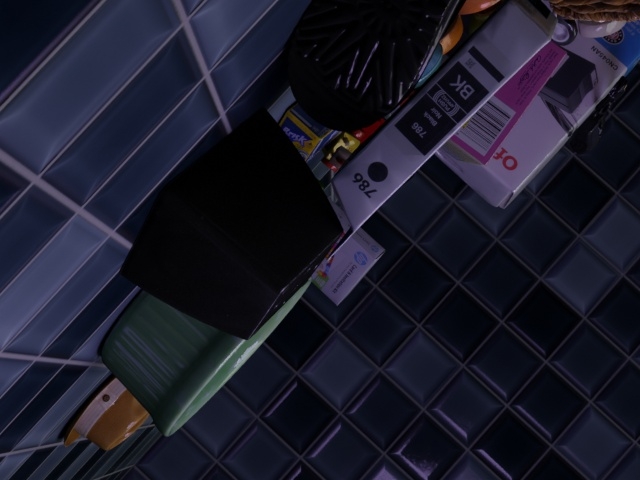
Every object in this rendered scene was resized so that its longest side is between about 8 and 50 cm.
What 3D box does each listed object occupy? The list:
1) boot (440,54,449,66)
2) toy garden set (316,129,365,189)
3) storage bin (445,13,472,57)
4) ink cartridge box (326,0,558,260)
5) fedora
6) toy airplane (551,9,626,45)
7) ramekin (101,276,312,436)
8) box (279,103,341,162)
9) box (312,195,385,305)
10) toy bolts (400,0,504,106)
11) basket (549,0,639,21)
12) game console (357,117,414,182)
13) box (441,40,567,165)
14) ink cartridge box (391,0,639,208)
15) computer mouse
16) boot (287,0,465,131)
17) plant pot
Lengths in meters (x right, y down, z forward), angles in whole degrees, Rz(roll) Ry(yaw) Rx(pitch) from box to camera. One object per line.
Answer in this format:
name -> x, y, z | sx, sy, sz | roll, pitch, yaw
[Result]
boot -> 0.173, -0.275, 1.948 | 0.258, 0.095, 0.123 | -49, 175, -42
toy garden set -> -0.019, -0.061, 1.657 | 0.204, 0.049, 0.244 | -52, -172, 10
storage bin -> 0.235, -0.344, 1.809 | 0.180, 0.122, 0.084 | -50, 175, 24
ink cartridge box -> 0.112, -0.128, 1.354 | 0.333, 0.065, 0.165 | -46, -177, 20
fedora -> -0.328, 0.277, 2.055 | 0.194, 0.079, 0.194 | -48, 175, -5
toy airplane -> 0.466, -0.476, 1.925 | 0.384, 0.272, 0.386 | -36, -151, 2
ramekin -> -0.165, 0.113, 1.779 | 0.303, 0.148, 0.303 | -48, 175, -5
box -> 0.014, -0.170, 1.632 | 0.169, 0.059, 0.054 | -44, 173, -42
box -> 0.000, 0.000, 2.098 | 0.038, 0.186, 0.145 | -43, 174, -44
toy bolts -> 0.135, -0.285, 1.660 | 0.218, 0.158, 0.229 | 9, -123, 46
basket -> 0.330, -0.361, 1.200 | 0.223, 0.213, 0.299 | 23, 85, -63
game console -> 0.097, -0.158, 1.938 | 0.085, 0.144, 0.124 | -49, 175, 24
box -> 0.256, -0.239, 2.019 | 0.214, 0.117, 0.243 | -54, -173, 2
ink cartridge box -> 0.353, -0.297, 2.248 | 0.395, 0.285, 0.166 | -48, 174, -6
computer mouse -> 0.489, -0.211, 2.199 | 0.071, 0.041, 0.242 | -45, 170, -18
boot -> 0.125, -0.280, 1.324 | 0.348, 0.131, 0.260 | -52, 174, 35
plant pot -> -0.087, -0.003, 1.451 | 0.187, 0.167, 0.188 | -45, 173, -39
